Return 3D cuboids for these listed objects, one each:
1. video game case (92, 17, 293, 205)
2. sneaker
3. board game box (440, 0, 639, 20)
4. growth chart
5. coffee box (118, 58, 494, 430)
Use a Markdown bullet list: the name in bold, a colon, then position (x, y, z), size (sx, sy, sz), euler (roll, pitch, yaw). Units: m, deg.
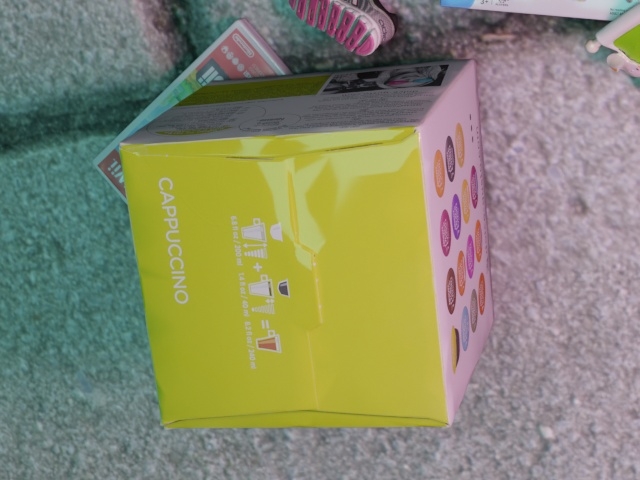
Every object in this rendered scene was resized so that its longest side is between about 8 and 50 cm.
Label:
- **video game case**: position (-0.131, -0.113, 2.090), size (0.285, 0.025, 0.204), euler (-41, 89, 24)
- **sneaker**: position (0.027, -0.283, 1.976), size (0.170, 0.075, 0.063), euler (41, 133, 29)
- **board game box**: position (0.316, -0.366, 1.841), size (0.347, 0.078, 0.233), euler (7, 106, 17)
- **growth chart**: position (0.424, -0.190, 1.824), size (0.237, 0.021, 0.172), euler (30, 147, -8)
- **coffee box**: position (0.000, 0.000, 1.886), size (0.338, 0.334, 0.337), euler (-2, 107, 16)
